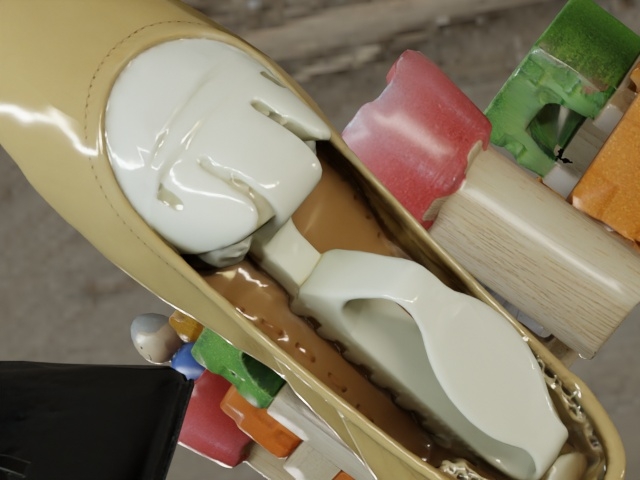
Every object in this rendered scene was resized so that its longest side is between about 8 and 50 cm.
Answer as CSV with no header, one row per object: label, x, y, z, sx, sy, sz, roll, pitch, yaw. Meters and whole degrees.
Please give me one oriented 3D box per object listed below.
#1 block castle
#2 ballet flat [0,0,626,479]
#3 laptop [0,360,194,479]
block castle,0.061,-0.028,1.107,0.213,0.303,0.453,36,153,1
ballet flat,0.000,0.000,0.549,0.232,0.080,0.073,42,158,-11
laptop,-0.260,0.232,0.540,0.236,0.382,0.408,28,127,-10
